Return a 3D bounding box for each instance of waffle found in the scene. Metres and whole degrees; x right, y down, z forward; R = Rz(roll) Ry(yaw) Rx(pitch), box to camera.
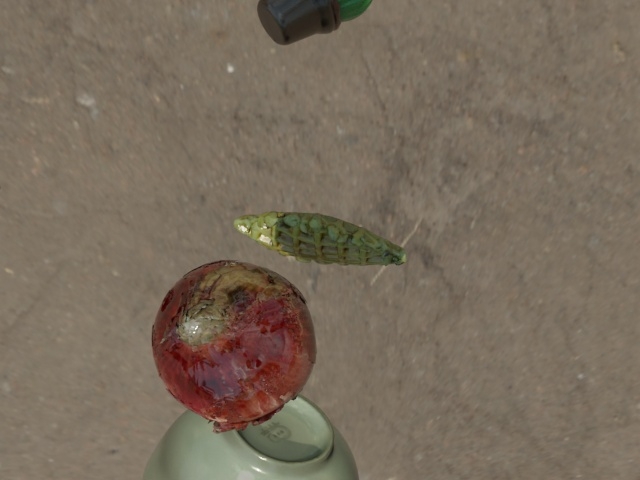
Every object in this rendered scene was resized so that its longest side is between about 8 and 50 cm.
[{"bbox_3d":[0.000,0.000,1.729,0.214,0.208,0.054,21,73,-40],"label":"waffle"}]

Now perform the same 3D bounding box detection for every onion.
[{"bbox_3d":[-0.099,0.106,1.227,0.184,0.147,0.184,-3,82,19],"label":"onion"}]

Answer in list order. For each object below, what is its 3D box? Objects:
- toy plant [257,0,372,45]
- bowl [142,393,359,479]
[{"bbox_3d":[0.006,-0.352,1.620,0.200,0.143,0.105,-39,52,-17],"label":"toy plant"},{"bbox_3d":[-0.087,0.352,1.851,0.354,0.354,0.185,25,122,7],"label":"bowl"}]
